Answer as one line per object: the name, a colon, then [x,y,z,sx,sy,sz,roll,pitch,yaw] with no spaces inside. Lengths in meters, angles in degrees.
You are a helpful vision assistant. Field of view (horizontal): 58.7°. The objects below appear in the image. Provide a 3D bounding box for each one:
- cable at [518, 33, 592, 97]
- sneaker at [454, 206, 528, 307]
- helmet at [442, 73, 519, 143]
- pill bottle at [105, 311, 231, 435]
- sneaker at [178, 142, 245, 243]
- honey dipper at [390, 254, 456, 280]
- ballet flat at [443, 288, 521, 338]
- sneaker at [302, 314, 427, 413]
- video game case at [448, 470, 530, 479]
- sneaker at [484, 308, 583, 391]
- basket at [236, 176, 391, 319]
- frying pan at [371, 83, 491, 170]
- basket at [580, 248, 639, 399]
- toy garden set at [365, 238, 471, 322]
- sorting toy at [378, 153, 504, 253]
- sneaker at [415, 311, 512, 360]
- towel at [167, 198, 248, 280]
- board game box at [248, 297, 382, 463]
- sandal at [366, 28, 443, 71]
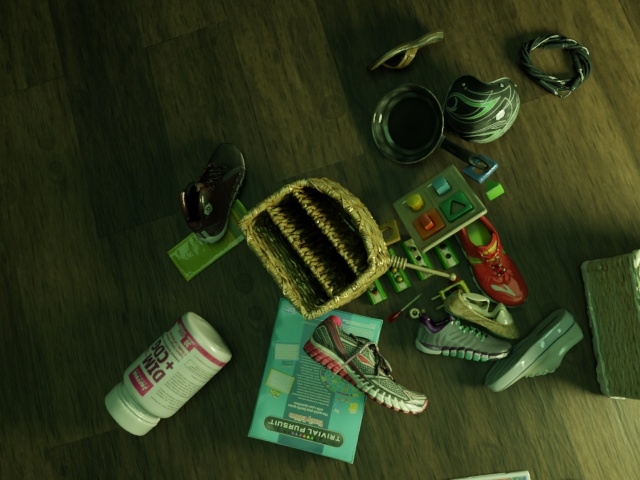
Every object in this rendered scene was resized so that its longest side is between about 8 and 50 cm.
cable: [0.598,-0.462,1.455,0.184,0.047,0.150,42,87,12]
sneaker: [0.398,0.038,1.356,0.107,0.118,0.279,-31,78,2]
helmet: [0.399,-0.322,1.397,0.162,0.169,0.169,24,84,27]
pill bottle: [-0.368,0.323,1.379,0.283,0.160,0.160,-44,78,-2]
sneaker: [-0.275,-0.144,1.433,0.107,0.162,0.281,3,72,16]
honey dipper: [0.247,0.067,1.369,0.161,0.030,0.030,13,82,8]
ballet flat: [0.391,0.170,1.334,0.206,0.073,0.067,21,123,-9]
sneaker: [0.108,0.282,1.270,0.299,0.121,0.112,33,83,11]
video game case: [0.402,0.642,1.302,0.184,0.023,0.201,-9,78,6]
sneaker: [0.501,0.275,1.319,0.258,0.094,0.091,-42,94,6]
basket: [0.000,0.000,1.324,0.213,0.223,0.299,-43,74,27]
frying pan: [0.275,-0.284,1.402,0.326,0.053,0.197,10,106,31]
basket: [0.784,0.175,1.214,0.329,0.266,0.331,-6,81,5]
toy garden set: [0.233,0.100,1.401,0.244,0.049,0.203,-27,78,2]
sorting toy: [0.274,-0.085,1.367,0.348,0.047,0.196,-34,45,12]
sneaker: [0.337,0.222,1.335,0.224,0.083,0.098,2,101,10]
towel: [-0.283,-0.003,1.496,0.237,0.021,0.102,-37,77,0]
board game box: [-0.008,0.330,1.376,0.254,0.079,0.335,12,82,8]
sandal: [0.227,-0.488,1.498,0.220,0.090,0.060,-24,100,-5]
